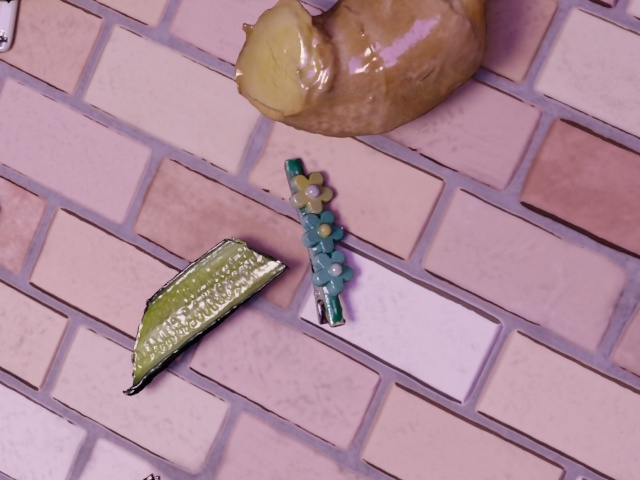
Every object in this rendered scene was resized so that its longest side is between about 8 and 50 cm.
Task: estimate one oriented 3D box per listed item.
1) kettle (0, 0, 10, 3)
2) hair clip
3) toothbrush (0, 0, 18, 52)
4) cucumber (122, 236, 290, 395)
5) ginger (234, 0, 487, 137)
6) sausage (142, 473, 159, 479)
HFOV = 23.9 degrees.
[{"bbox_3d":[-0.382,-0.369,1.460,0.321,0.324,0.228,41,67,3],"label":"kettle"},{"bbox_3d":[0.001,0.000,1.484,0.049,0.049,0.173,-14,87,17],"label":"hair clip"},{"bbox_3d":[-0.311,-0.345,1.570,0.030,0.030,0.304,13,96,16],"label":"toothbrush"},{"bbox_3d":[-0.129,0.067,1.523,0.220,0.046,0.070,-39,79,13],"label":"cucumber"},{"bbox_3d":[0.052,-0.178,1.408,0.267,0.152,0.138,-25,57,0],"label":"ginger"},{"bbox_3d":[-0.225,0.287,1.448,0.083,0.264,0.083,1,93,21],"label":"sausage"}]
